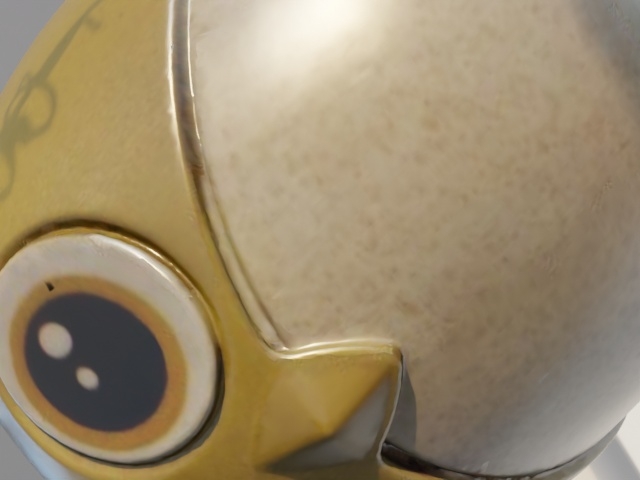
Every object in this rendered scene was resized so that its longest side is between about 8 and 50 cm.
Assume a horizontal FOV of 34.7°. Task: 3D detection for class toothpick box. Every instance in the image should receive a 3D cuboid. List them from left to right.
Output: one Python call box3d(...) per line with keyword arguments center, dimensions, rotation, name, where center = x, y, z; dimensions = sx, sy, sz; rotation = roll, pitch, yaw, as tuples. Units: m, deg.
box3d(center=(0.000, 0.000, 0.617), dimensions=(0.425, 0.409, 0.409), rotation=(-43, -41, 2), name="toothpick box")
